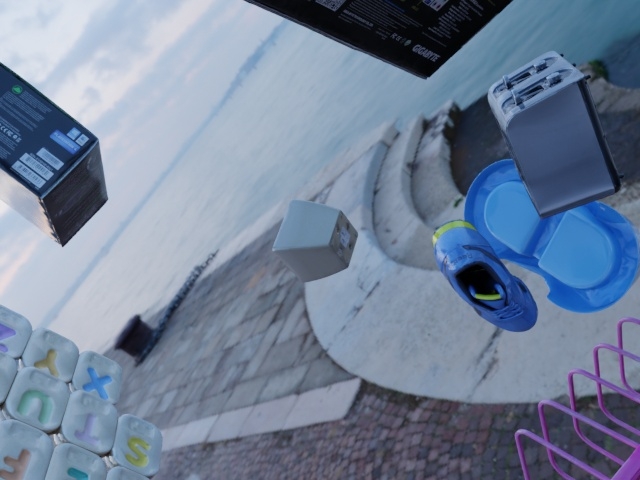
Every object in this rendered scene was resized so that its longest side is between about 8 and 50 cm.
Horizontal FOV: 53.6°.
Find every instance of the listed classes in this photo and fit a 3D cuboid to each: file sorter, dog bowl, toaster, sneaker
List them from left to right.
[{"bbox_3d":[0.201,0.065,0.742,0.069,0.209,0.082,-33,36,18],"label":"sneaker"},{"bbox_3d":[0.299,-0.132,0.814,0.110,0.186,0.168,-23,23,18],"label":"toaster"},{"bbox_3d":[0.362,-0.013,0.985,0.297,0.074,0.166,40,119,38],"label":"dog bowl"},{"bbox_3d":[0.457,0.288,0.952,0.290,0.202,0.182,-36,34,-22],"label":"file sorter"}]

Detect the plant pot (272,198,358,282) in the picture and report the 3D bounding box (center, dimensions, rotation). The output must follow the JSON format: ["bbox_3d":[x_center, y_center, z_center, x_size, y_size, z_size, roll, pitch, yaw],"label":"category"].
[{"bbox_3d":[0.000,0.000,1.072,0.096,0.109,0.109,-2,55,34],"label":"plant pot"}]

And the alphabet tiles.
[{"bbox_3d":[-0.274,0.175,0.590,0.021,0.284,0.278,-45,26,19],"label":"alphabet tiles"}]

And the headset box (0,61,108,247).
[{"bbox_3d":[-0.495,-0.138,1.054,0.131,0.246,0.283,-53,1,-22],"label":"headset box"}]

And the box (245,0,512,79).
[{"bbox_3d":[0.093,-0.259,0.471,0.257,0.079,0.322,-42,-19,27],"label":"box"}]
